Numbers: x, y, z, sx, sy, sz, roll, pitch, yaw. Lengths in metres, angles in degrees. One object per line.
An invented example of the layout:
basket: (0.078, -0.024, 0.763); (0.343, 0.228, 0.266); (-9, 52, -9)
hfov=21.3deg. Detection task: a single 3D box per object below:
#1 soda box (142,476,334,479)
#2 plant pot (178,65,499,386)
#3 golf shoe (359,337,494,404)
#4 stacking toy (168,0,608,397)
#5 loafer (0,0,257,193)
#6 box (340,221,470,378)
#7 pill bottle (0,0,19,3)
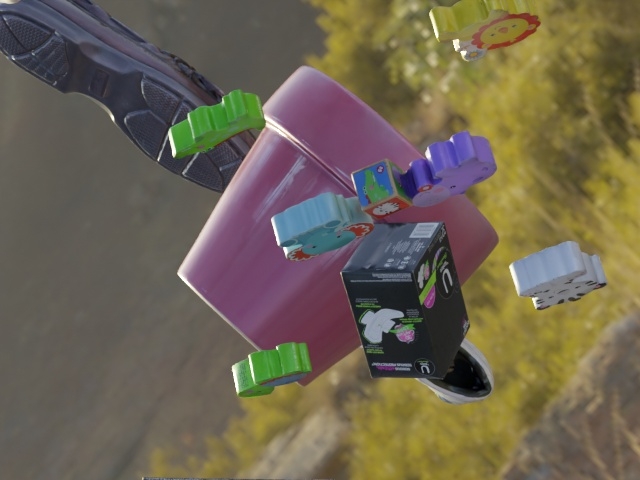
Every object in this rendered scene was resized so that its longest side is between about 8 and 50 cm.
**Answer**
soda box: (-0.071, 0.242, 1.457); (0.169, 0.060, 0.053); (1, 28, 1)
plant pot: (0.000, 0.000, 1.263); (0.180, 0.201, 0.201); (-47, 19, -2)
golf shoe: (0.070, 0.074, 1.374); (0.069, 0.176, 0.086); (-60, 11, -2)
stacking toy: (0.033, -0.022, 0.918); (0.221, 0.052, 0.167); (-21, 69, 20)
loafer: (-0.170, -0.161, 1.642); (0.109, 0.302, 0.095); (-51, 7, 50)
box: (0.056, 0.038, 1.086); (0.052, 0.083, 0.062); (0, 31, 27)
pill bottle: (-0.194, -0.271, 1.114); (0.208, 0.117, 0.117); (-60, 21, -6)
